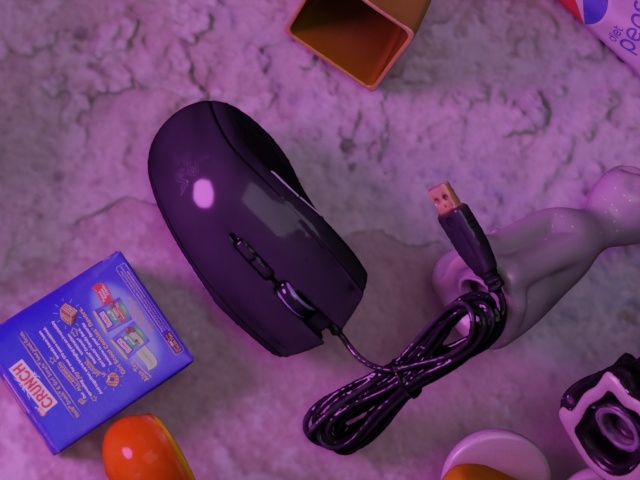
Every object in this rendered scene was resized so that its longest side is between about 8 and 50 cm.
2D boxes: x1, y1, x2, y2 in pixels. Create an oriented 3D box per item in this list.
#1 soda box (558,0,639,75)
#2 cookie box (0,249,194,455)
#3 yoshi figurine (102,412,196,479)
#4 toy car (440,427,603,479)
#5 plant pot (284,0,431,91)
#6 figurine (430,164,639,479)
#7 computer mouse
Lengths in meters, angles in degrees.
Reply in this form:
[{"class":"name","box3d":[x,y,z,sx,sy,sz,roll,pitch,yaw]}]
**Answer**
[{"class":"soda box","box3d":[0.220,-0.239,1.021,0.286,0.091,0.098,42,67,-1]},{"class":"cookie box","box3d":[-0.154,0.073,0.863,0.107,0.040,0.092,-33,86,-21]},{"class":"yoshi figurine","box3d":[-0.219,0.226,0.726,0.362,0.203,0.203,-29,81,-16]},{"class":"toy car","box3d":[0.147,0.220,0.863,0.182,0.159,0.136,21,106,-9]},{"class":"plant pot","box3d":[0.037,-0.178,0.965,0.081,0.081,0.083,33,58,-4]},{"class":"figurine","box3d":[0.220,0.039,0.924,0.209,0.092,0.215,-26,58,-31]},{"class":"computer mouse","box3d":[0.000,0.000,0.865,0.184,0.060,0.262,-34,85,18]}]
